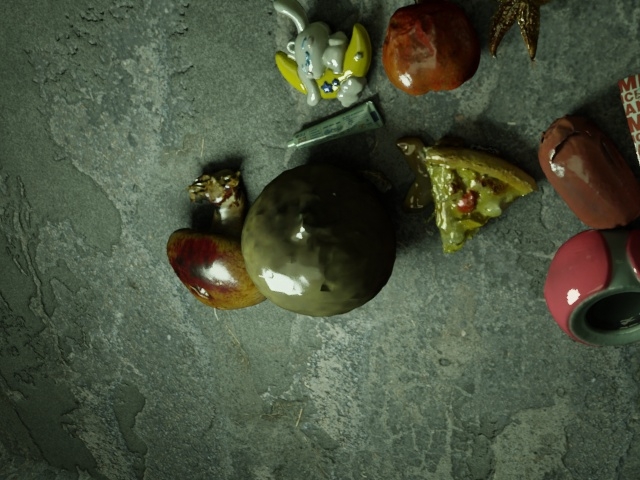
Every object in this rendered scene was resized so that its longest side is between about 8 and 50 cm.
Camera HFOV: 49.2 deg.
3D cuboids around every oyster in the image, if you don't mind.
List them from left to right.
[{"bbox_3d":[0.141,-0.160,1.784,0.093,0.034,0.051,38,146,-16],"label":"oyster"}]

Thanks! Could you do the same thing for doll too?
[{"bbox_3d":[0.000,-0.427,1.622,0.237,0.111,0.252,18,136,15],"label":"doll"}]

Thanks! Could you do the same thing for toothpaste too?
[{"bbox_3d":[0.028,-0.278,1.749,0.268,0.047,0.069,-15,95,30],"label":"toothpaste"}]

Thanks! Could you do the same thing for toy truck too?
[{"bbox_3d":[0.382,-0.207,1.642,0.083,0.024,0.032,14,129,18],"label":"toy truck"}]

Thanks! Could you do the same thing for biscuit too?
[{"bbox_3d":[0.271,-0.157,1.713,0.164,0.047,0.207,4,122,19],"label":"biscuit"}]

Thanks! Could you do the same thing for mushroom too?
[{"bbox_3d":[-0.280,0.018,2.006,0.331,0.356,0.334,-15,151,30],"label":"mushroom"}]

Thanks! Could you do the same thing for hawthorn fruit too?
[{"bbox_3d":[0.224,-0.435,1.467,0.208,0.207,0.243,-4,114,28],"label":"hawthorn fruit"}]

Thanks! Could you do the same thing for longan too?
[{"bbox_3d":[0.000,0.000,1.739,0.391,0.391,0.391,12,126,18],"label":"longan"}]

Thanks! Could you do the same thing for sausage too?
[{"bbox_3d":[0.580,-0.146,1.510,0.152,0.152,0.279,-30,105,37],"label":"sausage"}]

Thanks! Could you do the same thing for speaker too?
[{"bbox_3d":[0.663,0.105,1.563,0.294,0.294,0.294,12,126,18],"label":"speaker"}]

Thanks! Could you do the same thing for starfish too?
[{"bbox_3d":[0.397,-0.481,1.405,0.241,0.043,0.227,8,101,9],"label":"starfish"}]

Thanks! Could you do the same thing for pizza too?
[{"bbox_3d":[0.355,-0.078,1.662,0.280,0.075,0.287,10,121,1],"label":"pizza"}]

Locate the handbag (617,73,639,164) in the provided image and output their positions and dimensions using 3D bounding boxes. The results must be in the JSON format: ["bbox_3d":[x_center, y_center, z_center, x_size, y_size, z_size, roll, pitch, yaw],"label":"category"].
[{"bbox_3d":[0.719,-0.210,1.402,0.171,0.151,0.298,-19,108,39],"label":"handbag"}]
